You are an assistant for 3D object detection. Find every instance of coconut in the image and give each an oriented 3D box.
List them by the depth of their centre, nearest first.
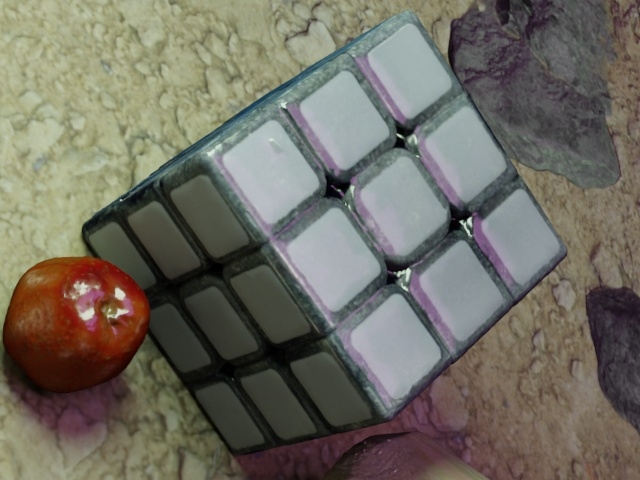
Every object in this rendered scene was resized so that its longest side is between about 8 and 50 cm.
[{"bbox_3d":[0.095,0.313,1.521,0.241,0.241,0.241,21,57,-35],"label":"coconut"}]

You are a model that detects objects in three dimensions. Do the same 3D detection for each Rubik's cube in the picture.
[{"bbox_3d":[0.000,0.000,1.515,0.305,0.301,0.304,-40,100,-32],"label":"Rubik's cube"}]

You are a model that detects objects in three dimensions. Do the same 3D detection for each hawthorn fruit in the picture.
[{"bbox_3d":[-0.227,0.073,1.422,0.133,0.138,0.133,20,60,-38],"label":"hawthorn fruit"}]
